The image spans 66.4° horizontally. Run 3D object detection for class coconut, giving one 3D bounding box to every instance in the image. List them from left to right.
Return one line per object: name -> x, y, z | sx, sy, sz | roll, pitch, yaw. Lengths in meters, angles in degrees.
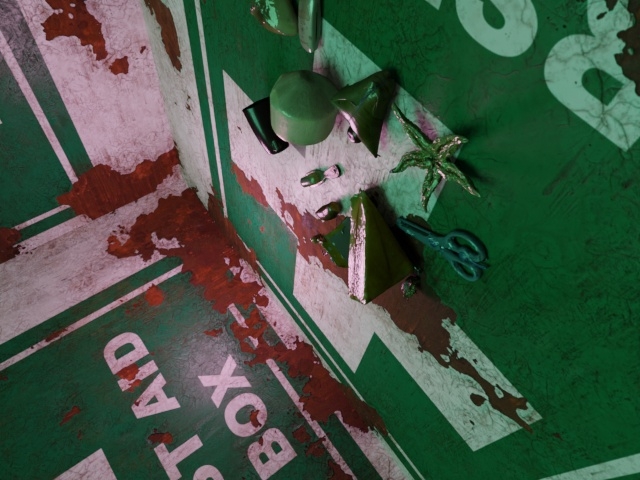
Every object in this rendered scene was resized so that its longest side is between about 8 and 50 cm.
coconut -> -0.055, -0.465, 1.672 | 0.237, 0.237, 0.266 | 53, 162, 15

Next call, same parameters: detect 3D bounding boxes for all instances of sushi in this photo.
sushi -> 0.342, 0.182, 1.859 | 0.118, 0.061, 0.060 | 89, 156, -48

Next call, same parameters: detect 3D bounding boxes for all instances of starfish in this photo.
starfish -> 0.323, -0.212, 1.384 | 0.358, 0.078, 0.347 | 46, 154, 30

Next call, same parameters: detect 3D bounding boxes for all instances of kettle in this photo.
kettle -> -0.231, -0.493, 2.137 | 0.202, 0.144, 0.232 | -122, 8, -66

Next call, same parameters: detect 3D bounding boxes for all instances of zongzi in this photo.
zongzi -> 0.169, -0.369, 1.483 | 0.228, 0.115, 0.256 | 0, 125, 59

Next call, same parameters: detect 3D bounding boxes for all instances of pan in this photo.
pan -> 0.107, -0.387, 1.693 | 0.068, 0.023, 0.115 | 22, 137, 58

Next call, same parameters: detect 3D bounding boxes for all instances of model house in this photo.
model house -> 0.140, 0.011, 2.021 | 0.219, 0.207, 0.136 | 50, -166, -2

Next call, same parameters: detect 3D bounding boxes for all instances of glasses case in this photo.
glasses case -> -0.035, -0.701, 1.564 | 0.081, 0.051, 0.204 | 46, 154, 27

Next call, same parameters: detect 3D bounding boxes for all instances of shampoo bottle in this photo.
shampoo bottle -> 0.327, 0.061, 1.783 | 0.137, 0.027, 0.048 | 59, 164, 1

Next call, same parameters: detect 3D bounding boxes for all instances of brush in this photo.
brush -> -0.008, -0.261, 2.046 | 0.312, 0.067, 0.072 | -3, 115, 63

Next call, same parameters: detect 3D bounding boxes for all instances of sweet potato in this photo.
sweet potato -> 0.026, -0.119, 2.138 | 0.077, 0.077, 0.243 | 60, 161, -2

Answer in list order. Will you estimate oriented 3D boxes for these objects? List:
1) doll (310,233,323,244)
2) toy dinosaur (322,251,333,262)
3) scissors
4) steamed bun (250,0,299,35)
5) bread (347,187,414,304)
doll -> -0.005, 0.008, 2.386 | 0.093, 0.051, 0.061 | 45, -178, 37
toy dinosaur -> 0.065, 0.063, 2.318 | 0.197, 0.045, 0.080 | -3, 102, 57
scissors -> 0.382, 0.005, 1.593 | 0.393, 0.032, 0.180 | 35, 147, 46
steamed bun -> -0.178, -0.798, 1.676 | 0.212, 0.110, 0.231 | 14, 128, 61
bread -> 0.146, 0.013, 1.806 | 0.362, 0.244, 0.233 | 60, 170, -5
